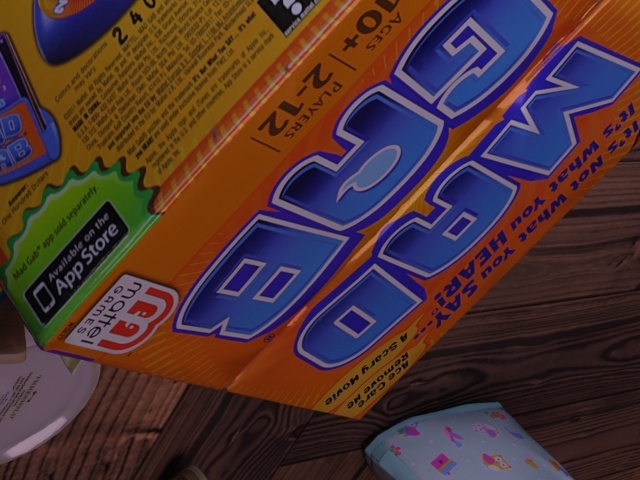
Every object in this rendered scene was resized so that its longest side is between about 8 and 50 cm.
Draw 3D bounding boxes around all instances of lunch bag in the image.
[{"bbox_3d":[0.202,0.336,2.114,0.262,0.223,0.160,3,123,-49],"label":"lunch bag"}]

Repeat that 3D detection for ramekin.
[{"bbox_3d":[-0.287,0.105,1.368,0.207,0.109,0.207,-27,149,-18],"label":"ramekin"}]

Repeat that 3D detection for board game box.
[{"bbox_3d":[-0.038,-0.149,1.034,0.356,0.356,0.356,-46,149,14],"label":"board game box"}]

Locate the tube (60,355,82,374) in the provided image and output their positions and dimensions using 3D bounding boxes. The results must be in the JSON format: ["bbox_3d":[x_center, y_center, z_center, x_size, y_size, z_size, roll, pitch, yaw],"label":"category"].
[{"bbox_3d":[-0.209,-0.021,1.143,0.062,0.240,0.070,-28,148,-14],"label":"tube"}]

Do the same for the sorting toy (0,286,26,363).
[{"bbox_3d":[-0.277,0.027,1.160,0.275,0.132,0.046,-1,139,-15],"label":"sorting toy"}]

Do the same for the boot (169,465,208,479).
[{"bbox_3d":[-0.227,0.343,1.802,0.165,0.077,0.213,0,136,-45],"label":"boot"}]
